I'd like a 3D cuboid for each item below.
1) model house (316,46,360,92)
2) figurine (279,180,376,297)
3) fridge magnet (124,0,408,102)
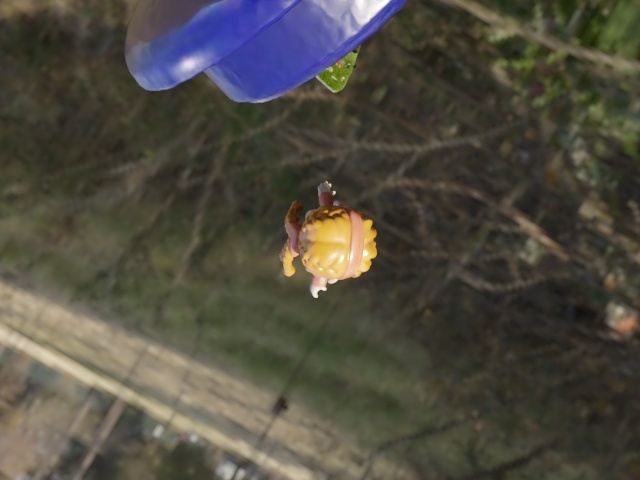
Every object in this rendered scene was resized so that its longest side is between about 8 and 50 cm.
[{"bbox_3d":[0.026,-0.232,1.410,0.117,0.167,0.088,40,141,-21],"label":"model house"},{"bbox_3d":[0.000,0.000,0.855,0.047,0.064,0.109,2,-177,-9],"label":"figurine"},{"bbox_3d":[-0.006,-0.178,0.896,0.112,0.265,0.265,47,168,-19],"label":"fridge magnet"}]
